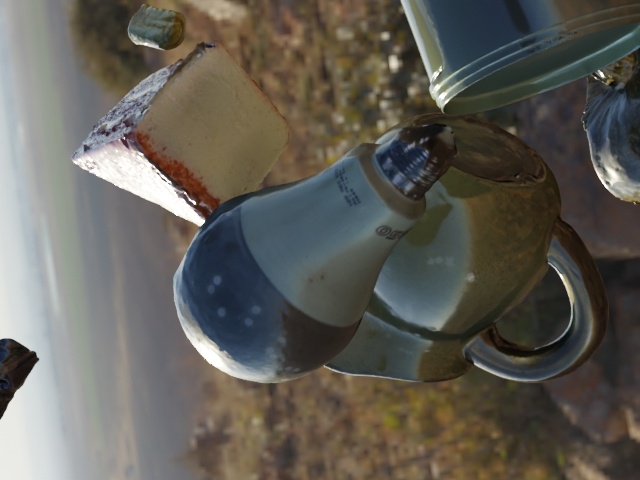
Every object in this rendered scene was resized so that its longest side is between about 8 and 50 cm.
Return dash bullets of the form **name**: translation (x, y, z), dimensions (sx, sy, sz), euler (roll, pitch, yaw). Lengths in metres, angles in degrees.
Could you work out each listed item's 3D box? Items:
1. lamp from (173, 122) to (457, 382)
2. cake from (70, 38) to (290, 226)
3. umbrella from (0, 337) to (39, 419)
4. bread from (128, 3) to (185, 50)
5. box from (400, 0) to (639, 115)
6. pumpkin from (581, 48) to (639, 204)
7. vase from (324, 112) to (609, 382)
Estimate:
- **lamp**: translation (-0.012, 0.010, 1.455), dimensions (0.314, 0.182, 0.182), euler (-44, 51, 45)
- **cake**: translation (-0.152, -0.108, 1.791), dimensions (0.159, 0.158, 0.262), euler (43, 163, -15)
- **umbrella**: translation (-0.375, 0.203, 1.676), dimensions (0.080, 0.071, 0.224), euler (-23, 40, 58)
- **bread**: translation (-0.184, -0.241, 1.825), dimensions (0.088, 0.034, 0.049), euler (16, 79, 45)
- **box**: translation (0.190, -0.228, 1.513), dimensions (0.226, 0.226, 0.149), euler (132, 120, -75)
- **pumpkin**: translation (0.459, -0.226, 2.063), dimensions (0.232, 0.242, 0.325), euler (-25, 64, 57)
- **vase**: translation (0.167, 0.042, 1.808), dimensions (0.241, 0.329, 0.302), euler (-40, -26, -58)
